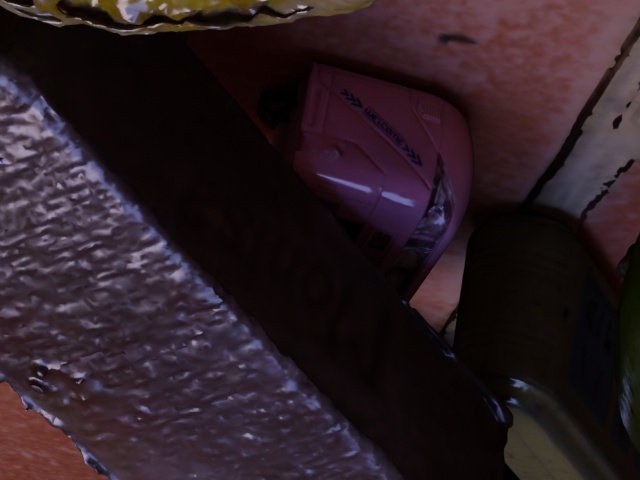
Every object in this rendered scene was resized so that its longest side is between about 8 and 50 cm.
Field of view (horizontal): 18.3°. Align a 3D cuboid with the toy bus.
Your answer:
[{"bbox_3d":[0.000,0.000,0.838,0.090,0.063,0.203,15,153,-9],"label":"toy bus"}]

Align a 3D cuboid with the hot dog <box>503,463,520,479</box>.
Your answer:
[{"bbox_3d":[0.030,0.116,0.996,0.227,0.099,0.160,33,-170,-24],"label":"hot dog"}]

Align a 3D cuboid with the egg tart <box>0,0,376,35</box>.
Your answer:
[{"bbox_3d":[-0.052,-0.144,0.534,0.234,0.094,0.234,11,155,5],"label":"egg tart"}]

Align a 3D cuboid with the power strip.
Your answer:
[{"bbox_3d":[0.156,0.114,0.974,0.066,0.092,0.387,-1,152,27],"label":"power strip"}]

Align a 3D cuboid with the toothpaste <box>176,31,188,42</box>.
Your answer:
[{"bbox_3d":[-0.149,-0.081,0.763,0.197,0.035,0.057,-4,155,20],"label":"toothpaste"}]

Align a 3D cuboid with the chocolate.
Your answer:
[{"bbox_3d":[-0.053,0.018,0.728,0.112,0.112,0.321,-17,128,35],"label":"chocolate"}]

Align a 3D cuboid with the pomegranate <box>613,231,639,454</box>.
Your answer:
[{"bbox_3d":[0.207,0.030,0.768,0.191,0.131,0.152,-12,148,-5],"label":"pomegranate"}]
